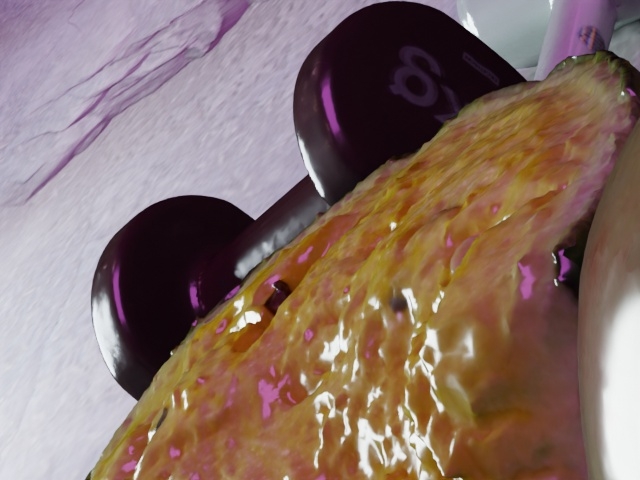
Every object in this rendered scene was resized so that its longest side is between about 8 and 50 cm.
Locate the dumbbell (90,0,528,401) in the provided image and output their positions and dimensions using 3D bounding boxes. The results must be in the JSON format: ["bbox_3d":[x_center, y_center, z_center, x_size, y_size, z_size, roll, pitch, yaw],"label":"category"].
[{"bbox_3d":[0.000,0.000,0.887,0.225,0.140,0.124,-41,15,43],"label":"dumbbell"}]

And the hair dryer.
[{"bbox_3d":[0.120,-0.076,0.969,0.131,0.073,0.236,-25,39,44],"label":"hair dryer"}]

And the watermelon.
[{"bbox_3d":[0.027,0.107,0.646,0.331,0.189,0.331,-38,7,6],"label":"watermelon"}]

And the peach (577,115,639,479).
[{"bbox_3d":[0.193,0.012,0.414,0.292,0.247,0.292,-42,19,18],"label":"peach"}]
